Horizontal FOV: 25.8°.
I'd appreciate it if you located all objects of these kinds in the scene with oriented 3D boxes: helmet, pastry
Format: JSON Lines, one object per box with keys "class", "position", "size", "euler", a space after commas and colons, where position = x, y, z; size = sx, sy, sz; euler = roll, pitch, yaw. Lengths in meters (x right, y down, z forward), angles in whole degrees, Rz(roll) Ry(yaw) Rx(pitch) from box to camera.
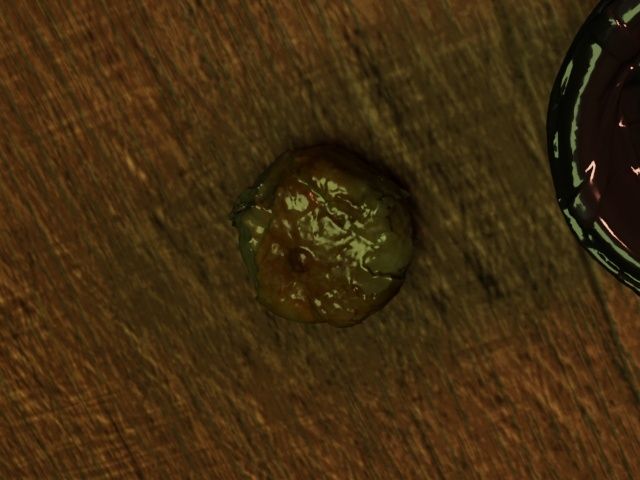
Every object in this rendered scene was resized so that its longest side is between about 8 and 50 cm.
{"class": "helmet", "position": [0.277, -0.094, 0.906], "size": [0.230, 0.160, 0.279], "euler": [28, 108, 7]}
{"class": "pastry", "position": [0.003, -0.002, 1.102], "size": [0.153, 0.081, 0.153], "euler": [4, 112, 9]}
